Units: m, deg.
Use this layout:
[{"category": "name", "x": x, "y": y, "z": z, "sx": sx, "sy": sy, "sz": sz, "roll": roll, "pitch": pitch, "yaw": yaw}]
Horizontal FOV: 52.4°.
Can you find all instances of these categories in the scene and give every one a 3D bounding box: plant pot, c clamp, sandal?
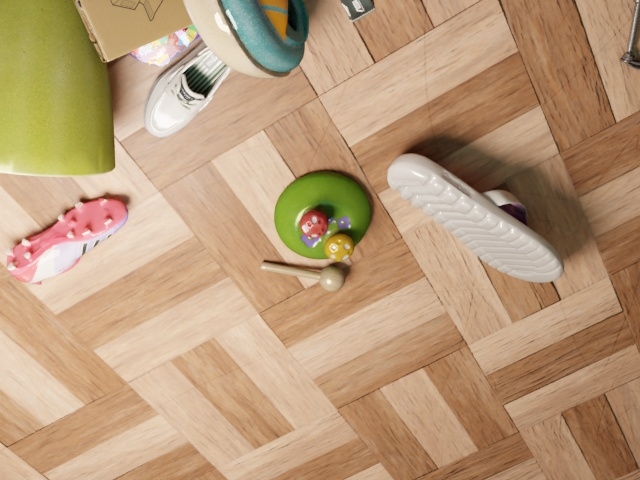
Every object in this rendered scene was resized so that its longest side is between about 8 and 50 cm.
[{"category": "plant pot", "x": -0.421, "y": -0.264, "z": 0.926, "sx": 0.275, "sy": 0.275, "sz": 0.293, "roll": 7, "pitch": 104, "yaw": -11}, {"category": "c clamp", "x": 0.547, "y": -0.363, "z": 1.100, "sx": 0.137, "sy": 0.022, "sz": 0.160, "roll": -12, "pitch": 120, "yaw": -5}, {"category": "sandal", "x": 0.311, "y": -0.052, "z": 1.203, "sx": 0.416, "sy": 0.169, "sz": 0.102, "roll": 34, "pitch": 72, "yaw": -23}]

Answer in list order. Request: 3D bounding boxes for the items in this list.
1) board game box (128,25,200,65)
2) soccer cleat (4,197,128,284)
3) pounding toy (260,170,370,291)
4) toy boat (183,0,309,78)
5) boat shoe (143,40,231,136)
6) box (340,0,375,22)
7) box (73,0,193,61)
[{"category": "board game box", "x": -0.251, "y": -0.347, "z": 1.004, "sx": 0.169, "sy": 0.033, "sz": 0.133, "roll": -33, "pitch": 119, "yaw": 13}, {"category": "soccer cleat", "x": -0.447, "y": 0.003, "z": 1.175, "sx": 0.248, "sy": 0.083, "sz": 0.095, "roll": -28, "pitch": 150, "yaw": 4}, {"category": "pounding toy", "x": 0.000, "y": 0.000, "z": 1.197, "sx": 0.183, "sy": 0.110, "sz": 0.237, "roll": 13, "pitch": 118, "yaw": -14}, {"category": "toy boat", "x": -0.097, "y": -0.389, "z": 0.896, "sx": 0.148, "sy": 0.267, "sz": 0.318, "roll": -11, "pitch": 93, "yaw": 19}, {"category": "boat shoe", "x": -0.212, "y": -0.250, "z": 1.042, "sx": 0.083, "sy": 0.076, "sz": 0.226, "roll": 34, "pitch": 112, "yaw": -23}, {"category": "box", "x": 0.016, "y": -0.420, "z": 0.902, "sx": 0.045, "sy": 0.184, "sz": 0.190, "roll": -22, "pitch": 122, "yaw": 19}, {"category": "box", "x": -0.258, "y": -0.365, "z": 0.914, "sx": 0.201, "sy": 0.021, "sz": 0.164, "roll": -39, "pitch": 121, "yaw": -34}]
